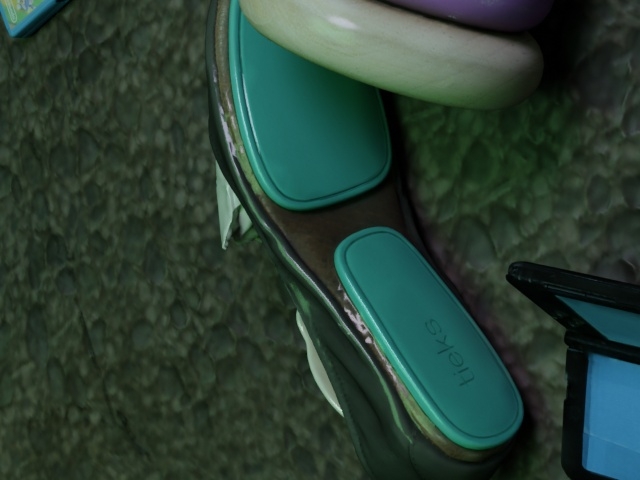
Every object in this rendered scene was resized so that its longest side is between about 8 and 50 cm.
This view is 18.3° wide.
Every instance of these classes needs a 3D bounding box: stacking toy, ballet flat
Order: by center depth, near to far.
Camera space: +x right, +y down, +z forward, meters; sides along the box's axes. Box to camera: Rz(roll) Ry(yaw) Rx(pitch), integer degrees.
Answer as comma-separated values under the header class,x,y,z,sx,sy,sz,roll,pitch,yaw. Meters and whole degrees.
class,x,y,z,sx,sy,sz,roll,pitch,yaw
stacking toy,0.076,-0.229,0.844,0.141,0.141,0.330,31,110,37
ballet flat,0.000,0.000,0.960,0.096,0.095,0.280,-43,65,50

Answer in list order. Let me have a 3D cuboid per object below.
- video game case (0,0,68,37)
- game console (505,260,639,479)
class,x,y,z,sx,sy,sz,roll,pitch,yaw
video game case,-0.145,-0.207,1.126,0.166,0.015,0.119,-33,71,39
game console,0.140,0.068,0.848,0.122,0.107,0.071,12,74,41
